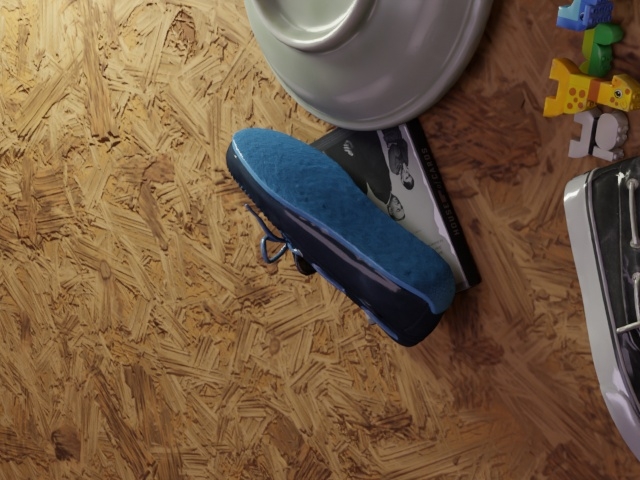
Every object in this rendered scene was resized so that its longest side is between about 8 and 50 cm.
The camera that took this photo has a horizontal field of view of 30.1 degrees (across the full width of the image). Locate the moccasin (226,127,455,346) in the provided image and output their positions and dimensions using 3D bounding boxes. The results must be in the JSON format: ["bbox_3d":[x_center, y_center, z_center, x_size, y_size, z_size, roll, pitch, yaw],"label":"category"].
[{"bbox_3d":[0.000,0.000,1.393,0.342,0.138,0.117,45,135,29],"label":"moccasin"}]

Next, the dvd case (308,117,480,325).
[{"bbox_3d":[0.080,-0.033,1.419,0.179,0.030,0.238,-26,84,47],"label":"dvd case"}]

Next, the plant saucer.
[{"bbox_3d":[0.016,-0.319,1.324,0.400,0.100,0.400,13,108,46],"label":"plant saucer"}]

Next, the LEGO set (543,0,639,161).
[{"bbox_3d":[0.276,-0.169,1.124,0.093,0.087,0.227,26,121,40],"label":"LEGO set"}]

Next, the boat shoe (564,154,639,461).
[{"bbox_3d":[0.324,0.070,1.134,0.105,0.113,0.306,-22,70,42],"label":"boat shoe"}]
